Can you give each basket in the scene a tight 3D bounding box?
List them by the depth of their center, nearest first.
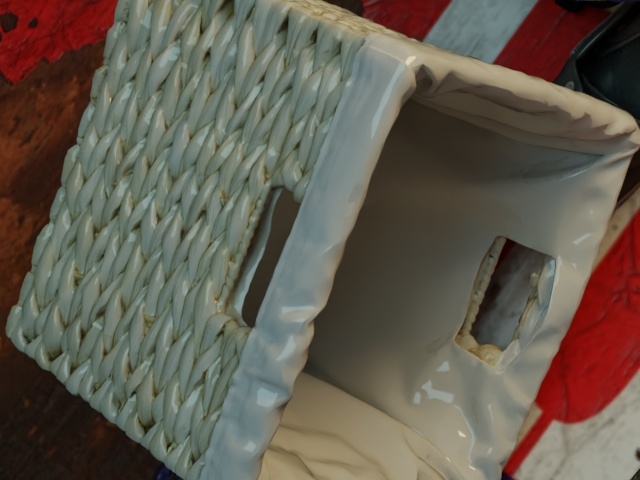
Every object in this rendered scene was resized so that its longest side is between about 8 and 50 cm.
[{"bbox_3d":[0.000,0.000,1.321,0.266,0.331,0.328,27,101,34],"label":"basket"}]

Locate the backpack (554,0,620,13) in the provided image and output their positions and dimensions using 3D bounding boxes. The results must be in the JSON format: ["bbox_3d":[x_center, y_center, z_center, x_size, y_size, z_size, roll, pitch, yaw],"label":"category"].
[{"bbox_3d":[0.206,-0.344,1.473,0.225,0.191,0.253,33,82,32],"label":"backpack"}]

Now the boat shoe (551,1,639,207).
[{"bbox_3d":[0.249,-0.143,1.419,0.335,0.095,0.112,-46,58,4],"label":"boat shoe"}]

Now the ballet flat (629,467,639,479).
[{"bbox_3d":[0.228,0.294,1.206,0.182,0.164,0.483,-20,47,39],"label":"ballet flat"}]
